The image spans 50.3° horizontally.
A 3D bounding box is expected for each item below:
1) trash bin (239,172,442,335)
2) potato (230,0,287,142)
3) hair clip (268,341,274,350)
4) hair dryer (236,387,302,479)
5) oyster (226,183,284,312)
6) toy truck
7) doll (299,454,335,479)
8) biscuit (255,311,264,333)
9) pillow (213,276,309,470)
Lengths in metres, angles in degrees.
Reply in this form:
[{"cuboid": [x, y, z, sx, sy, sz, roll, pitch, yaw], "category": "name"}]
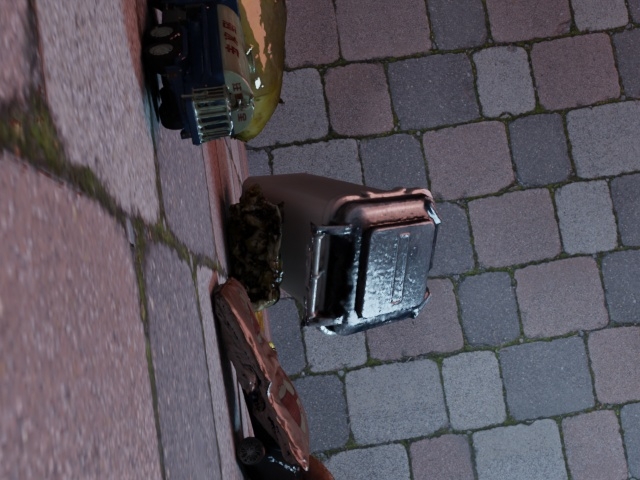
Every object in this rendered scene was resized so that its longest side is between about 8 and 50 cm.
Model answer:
[{"cuboid": [0.000, 0.000, 1.258, 0.367, 0.295, 0.256, 25, -63, 46], "category": "trash bin"}, {"cuboid": [-0.112, -0.269, 0.880, 0.192, 0.141, 0.296, -98, -175, -50], "category": "potato"}, {"cuboid": [-0.116, 0.265, 1.455, 0.173, 0.046, 0.072, -116, -165, -74], "category": "hair clip"}, {"cuboid": [-0.092, 0.234, 0.940, 0.195, 0.075, 0.219, 70, -1, -61], "category": "hair dryer"}, {"cuboid": [-0.119, 0.011, 1.175, 0.223, 0.083, 0.214, 177, -88, -71], "category": "oyster"}, {"cuboid": [-0.103, -0.163, 0.595, 0.202, 0.088, 0.074, -102, -176, -45], "category": "toy truck"}, {"cuboid": [0.003, 0.468, 1.035, 0.303, 0.156, 0.201, 46, -50, 25], "category": "doll"}, {"cuboid": [-0.137, 0.140, 1.376, 0.250, 0.030, 0.160, 127, -46, -85], "category": "biscuit"}, {"cuboid": [-0.075, 0.165, 0.866, 0.135, 0.049, 0.249, -82, 150, -79], "category": "pillow"}]
